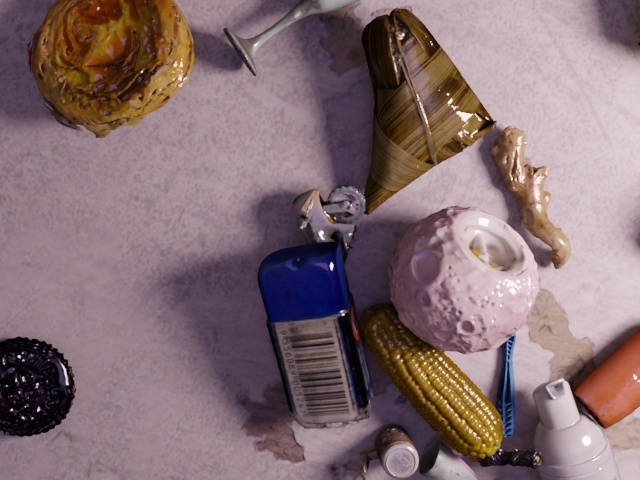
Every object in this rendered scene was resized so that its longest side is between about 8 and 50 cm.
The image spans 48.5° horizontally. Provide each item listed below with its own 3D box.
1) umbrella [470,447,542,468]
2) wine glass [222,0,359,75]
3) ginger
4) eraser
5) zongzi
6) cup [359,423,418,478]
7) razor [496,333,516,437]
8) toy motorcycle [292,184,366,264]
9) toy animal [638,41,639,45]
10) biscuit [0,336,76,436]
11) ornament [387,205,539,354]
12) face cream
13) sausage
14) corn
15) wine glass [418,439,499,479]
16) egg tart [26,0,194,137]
[{"bbox_3d":[0.348,0.412,1.348,0.040,0.144,0.037,56,45,-22],"label":"umbrella"},{"bbox_3d":[0.025,-0.356,1.285,0.310,0.096,0.264,-35,121,-1],"label":"wine glass"},{"bbox_3d":[0.402,-0.078,1.327,0.089,0.075,0.288,-28,94,-6],"label":"ginger"},{"bbox_3d":[-0.009,0.173,1.267,0.155,0.101,0.332,-9,109,13],"label":"eraser"},{"bbox_3d":[0.117,-0.221,1.253,0.288,0.134,0.286,-38,104,8],"label":"zongzi"},{"bbox_3d":[0.129,0.397,1.339,0.102,0.099,0.074,5,95,-5],"label":"cup"},{"bbox_3d":[0.359,0.258,1.371,0.082,0.042,0.253,3,99,38],"label":"razor"},{"bbox_3d":[0.000,0.000,1.297,0.130,0.094,0.229,14,108,-1],"label":"toy motorcycle"},{"bbox_3d":[0.728,-0.389,1.240,0.310,0.251,0.250,14,95,7],"label":"toy animal"},{"bbox_3d":[-0.543,0.269,1.299,0.195,0.053,0.194,0,96,-3],"label":"biscuit"},{"bbox_3d":[0.240,0.073,1.240,0.259,0.259,0.225,24,133,-6],"label":"ornament"},{"bbox_3d":[0.483,0.418,1.346,0.145,0.145,0.369,-19,97,-2],"label":"face cream"},{"bbox_3d":[0.606,0.243,1.351,0.259,0.113,0.113,-41,97,0],"label":"sausage"},{"bbox_3d":[0.206,0.264,1.324,0.120,0.120,0.363,-43,93,1],"label":"corn"},{"bbox_3d":[0.271,0.453,1.373,0.155,0.073,0.073,31,93,-10],"label":"wine glass"},{"bbox_3d":[-0.353,-0.311,1.222,0.297,0.132,0.297,0,88,8],"label":"egg tart"}]
